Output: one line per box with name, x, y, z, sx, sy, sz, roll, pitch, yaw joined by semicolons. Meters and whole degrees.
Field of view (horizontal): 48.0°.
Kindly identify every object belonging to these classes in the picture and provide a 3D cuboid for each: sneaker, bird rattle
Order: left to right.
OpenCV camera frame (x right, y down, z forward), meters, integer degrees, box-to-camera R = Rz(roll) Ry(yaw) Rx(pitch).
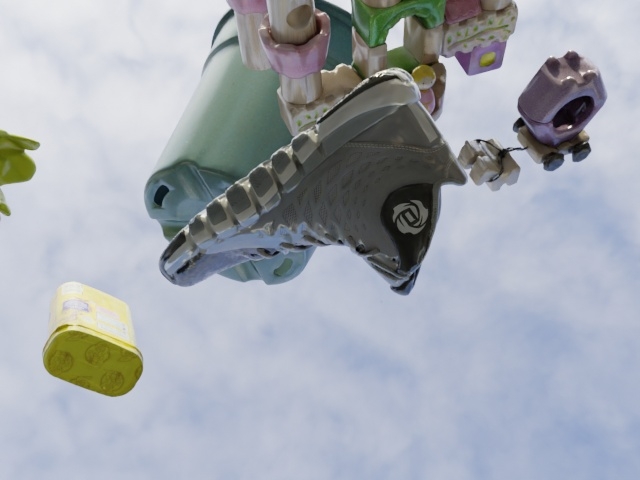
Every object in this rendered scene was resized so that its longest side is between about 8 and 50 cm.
bird rattle;-0.507;-0.092;0.931;0.253;0.207;0.143;20;-125;-4
sneaker;0.000;0.000;0.493;0.228;0.086;0.132;-36;-85;23

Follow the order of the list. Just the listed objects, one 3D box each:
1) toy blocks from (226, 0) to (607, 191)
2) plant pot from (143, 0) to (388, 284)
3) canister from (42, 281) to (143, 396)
toy blocks;0.079;-0.224;0.651;0.288;0.260;0.309;-20;-124;-12
plant pot;-0.080;-0.135;1.097;0.341;0.341;0.334;20;-123;6
canister;-0.313;0.130;0.989;0.126;0.170;0.073;28;-82;-26
